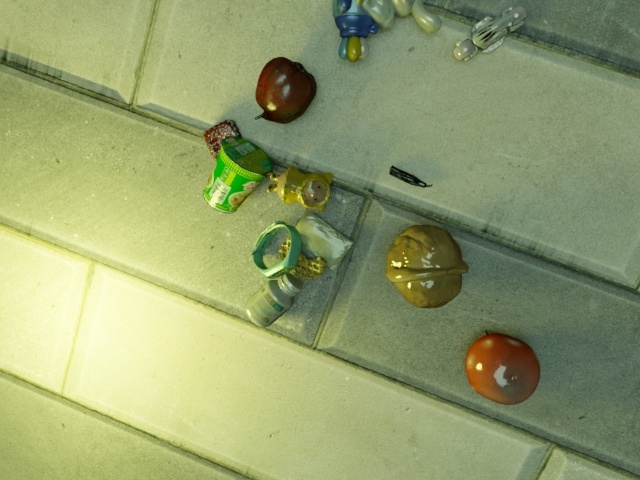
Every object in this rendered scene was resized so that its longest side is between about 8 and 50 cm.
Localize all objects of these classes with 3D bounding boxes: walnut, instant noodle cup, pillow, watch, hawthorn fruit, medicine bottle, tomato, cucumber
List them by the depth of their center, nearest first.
[{"bbox_3d":[0.366,0.092,1.610,0.285,0.285,0.296,-4,95,10],"label":"walnut"},{"bbox_3d":[-0.141,-0.512,1.629,0.248,0.208,0.208,-41,92,25],"label":"hawthorn fruit"},{"bbox_3d":[0.652,0.461,1.666,0.256,0.224,0.255,0,92,4],"label":"tomato"},{"bbox_3d":[0.326,-0.227,1.685,0.163,0.043,0.039,25,61,1],"label":"cucumber"},{"bbox_3d":[-0.316,-0.225,1.697,0.207,0.207,0.232,39,120,1],"label":"instant noodle cup"},{"bbox_3d":[-0.170,0.039,1.742,0.237,0.068,0.195,-31,64,37],"label":"watch"},{"bbox_3d":[0.000,0.000,1.769,0.230,0.050,0.148,36,105,2],"label":"pillow"},{"bbox_3d":[-0.177,0.224,1.794,0.215,0.135,0.135,-42,91,14],"label":"medicine bottle"}]

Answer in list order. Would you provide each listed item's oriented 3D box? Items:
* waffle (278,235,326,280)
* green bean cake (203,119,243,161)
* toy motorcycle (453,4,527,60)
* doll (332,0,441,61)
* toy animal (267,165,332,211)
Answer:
[{"bbox_3d":[-0.070,0.071,1.778,0.194,0.051,0.149,47,126,3],"label":"waffle"},{"bbox_3d":[-0.364,-0.375,1.757,0.135,0.056,0.135,-24,95,11],"label":"green bean cake"},{"bbox_3d":[0.559,-0.685,1.528,0.254,0.112,0.112,-31,94,14],"label":"toy motorcycle"},{"bbox_3d":[0.170,-0.796,1.529,0.366,0.187,0.376,-30,76,5],"label":"doll"},{"bbox_3d":[-0.076,-0.194,1.709,0.230,0.156,0.156,13,102,-4],"label":"toy animal"}]
